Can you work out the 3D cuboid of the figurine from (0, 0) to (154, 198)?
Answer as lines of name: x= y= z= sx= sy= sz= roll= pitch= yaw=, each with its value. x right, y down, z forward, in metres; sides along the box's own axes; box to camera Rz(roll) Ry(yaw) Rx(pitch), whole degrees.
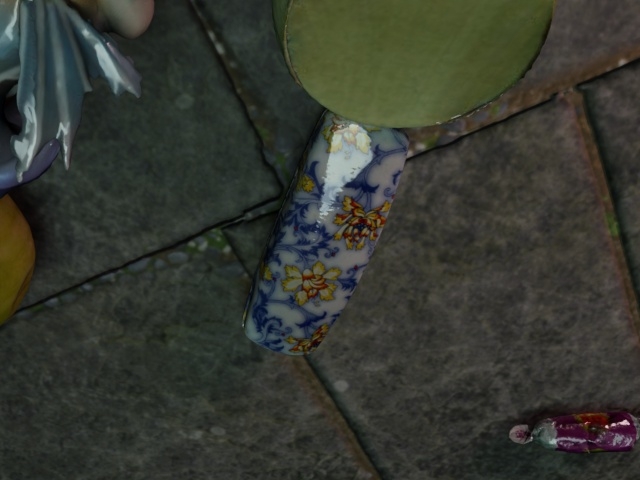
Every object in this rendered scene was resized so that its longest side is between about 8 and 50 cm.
figurine: x=-0.138 y=-0.188 z=0.346 sx=0.388 sy=0.248 sz=0.276 roll=-37 pitch=134 yaw=28

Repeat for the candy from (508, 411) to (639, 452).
candy: x=0.292 y=0.209 z=0.740 sx=0.175 sy=0.045 sz=0.043 roll=-4 pitch=88 yaw=5

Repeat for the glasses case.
glasses case: x=0.000 y=0.000 z=0.598 sx=0.087 sy=0.065 sz=0.248 roll=19 pitch=119 yaw=-9

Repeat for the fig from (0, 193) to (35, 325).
fig: x=-0.317 y=0.015 z=0.586 sx=0.136 sy=0.121 sz=0.153 roll=-13 pitch=98 yaw=14

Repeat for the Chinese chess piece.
Chinese chess piece: x=0.061 y=-0.161 z=0.459 sx=0.188 sy=0.083 sz=0.188 roll=-2 pitch=147 yaw=-1
